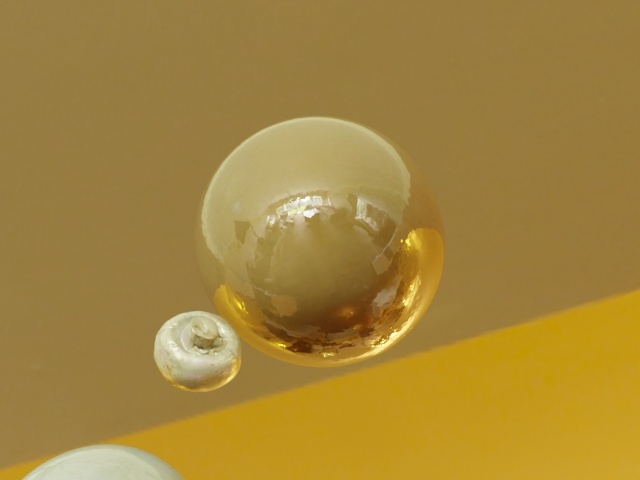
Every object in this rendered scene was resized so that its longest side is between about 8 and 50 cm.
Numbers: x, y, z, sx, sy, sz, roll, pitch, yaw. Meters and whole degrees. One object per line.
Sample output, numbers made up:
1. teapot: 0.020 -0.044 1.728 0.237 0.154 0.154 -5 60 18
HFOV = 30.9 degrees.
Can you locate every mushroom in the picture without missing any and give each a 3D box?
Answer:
1. mushroom: -0.112 0.101 1.078 0.084 0.083 0.067 14 -48 -9

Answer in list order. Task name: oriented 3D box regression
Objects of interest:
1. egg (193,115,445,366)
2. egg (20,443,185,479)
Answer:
1. egg: 0.000 0.000 1.392 0.301 0.374 0.301 -1 -85 -14
2. egg: -0.156 0.221 0.775 0.151 0.209 0.151 3 -77 11
